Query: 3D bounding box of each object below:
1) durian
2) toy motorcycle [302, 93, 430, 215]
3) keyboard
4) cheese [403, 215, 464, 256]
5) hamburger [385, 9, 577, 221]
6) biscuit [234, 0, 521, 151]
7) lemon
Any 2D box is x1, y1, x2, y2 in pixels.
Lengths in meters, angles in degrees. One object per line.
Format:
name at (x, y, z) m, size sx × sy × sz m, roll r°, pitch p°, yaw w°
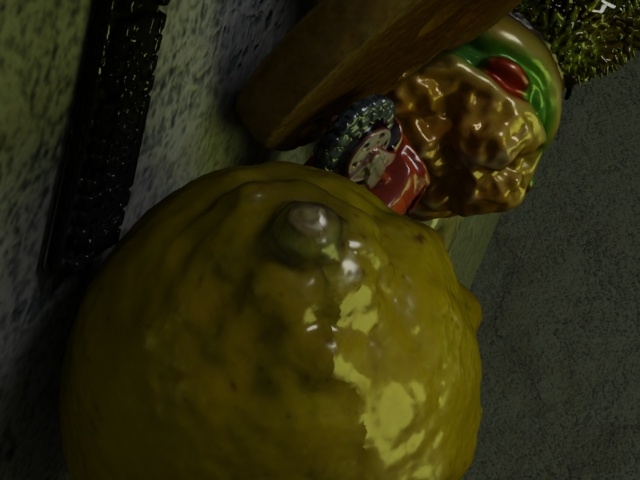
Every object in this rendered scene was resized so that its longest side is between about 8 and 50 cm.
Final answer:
durian at (0.323, -0.335, 1.435) m, size 0.224 × 0.291 × 0.291 m, roll 1°, pitch 110°, yaw -85°
toy motorcycle at (-0.002, -0.001, 0.898) m, size 0.298 × 0.089 × 0.171 m, roll -57°, pitch 164°, yaw 28°
keyboard at (-0.110, -0.091, 0.600) m, size 0.072 × 0.023 × 0.231 m, roll -40°, pitch 148°, yaw -68°
cheese at (0.098, -0.027, 1.267) m, size 0.351 × 0.129 × 0.328 m, roll -57°, pitch 164°, yaw -48°
hamburger at (0.109, -0.113, 1.019) m, size 0.237 × 0.237 × 0.149 m, roll 89°, pitch 25°, yaw -57°
biscuit at (0.087, -0.189, 0.796) m, size 0.343 × 0.057 × 0.287 m, roll -38°, pitch 175°, yaw 32°
lemon at (-0.032, 0.092, 0.671) m, size 0.285 × 0.285 × 0.316 m, roll -47°, pitch 138°, yaw -58°
